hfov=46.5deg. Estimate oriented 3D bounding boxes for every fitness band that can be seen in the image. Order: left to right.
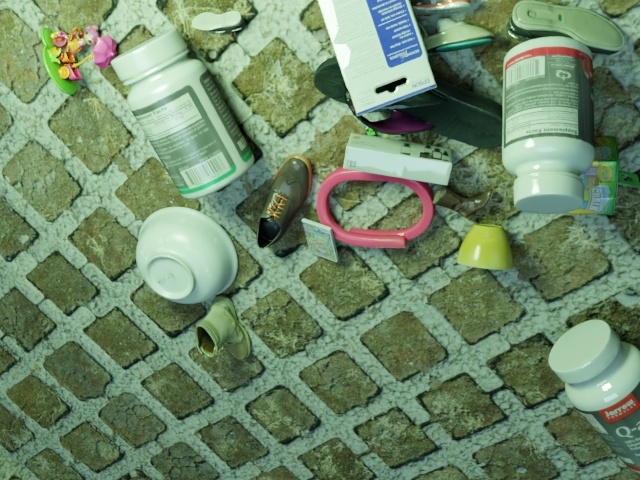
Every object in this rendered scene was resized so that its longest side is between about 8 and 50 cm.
[{"bbox_3d":[0.134,-0.085,1.827,0.291,0.054,0.209,3,118,15],"label":"fitness band"}]

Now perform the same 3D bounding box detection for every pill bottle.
[{"bbox_3d":[-0.322,-0.296,1.747,0.204,0.204,0.361,-17,113,25],"label":"pill bottle"},{"bbox_3d":[0.449,-0.222,1.472,0.176,0.318,0.176,4,166,1],"label":"pill bottle"},{"bbox_3d":[0.735,0.380,1.821,0.210,0.210,0.363,-36,105,31],"label":"pill bottle"}]

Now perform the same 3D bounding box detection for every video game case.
[{"bbox_3d":[0.000,0.000,1.903,0.087,0.011,0.122,20,144,29],"label":"video game case"}]

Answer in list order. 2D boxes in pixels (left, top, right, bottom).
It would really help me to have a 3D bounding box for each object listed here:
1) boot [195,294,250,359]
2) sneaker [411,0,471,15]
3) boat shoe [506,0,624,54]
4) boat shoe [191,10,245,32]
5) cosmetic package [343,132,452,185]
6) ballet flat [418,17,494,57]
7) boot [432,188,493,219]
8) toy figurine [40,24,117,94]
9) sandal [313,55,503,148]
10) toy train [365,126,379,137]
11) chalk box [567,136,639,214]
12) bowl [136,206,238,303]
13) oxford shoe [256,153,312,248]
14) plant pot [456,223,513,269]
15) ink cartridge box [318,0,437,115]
[{"bbox_3d":[-0.277,0.283,2.103,0.077,0.165,0.213,-8,116,22],"label":"boot"},{"bbox_3d":[0.235,-0.506,1.548,0.158,0.061,0.065,1,93,15],"label":"sneaker"},{"bbox_3d":[0.495,-0.422,1.508,0.233,0.084,0.079,14,159,1],"label":"boat shoe"},{"bbox_3d":[-0.232,-0.496,1.698,0.125,0.038,0.046,-3,76,18],"label":"boat shoe"},{"bbox_3d":[0.178,-0.189,1.704,0.239,0.099,0.060,9,117,4],"label":"cosmetic package"},{"bbox_3d":[0.238,-0.426,1.576,0.248,0.086,0.086,-12,116,24],"label":"ballet flat"},{"bbox_3d":[0.332,-0.103,1.745,0.114,0.037,0.106,26,128,-16],"label":"boot"},{"bbox_3d":[-0.572,-0.463,1.801,0.159,0.130,0.173,-20,88,12],"label":"toy figurine"},{"bbox_3d":[0.190,-0.289,1.616,0.446,0.107,0.167,18,153,6],"label":"sandal"},{"bbox_3d":[0.129,-0.235,1.757,0.024,0.017,0.083,-10,117,34],"label":"toy train"},{"bbox_3d":[0.574,-0.141,1.606,0.213,0.132,0.132,2,121,15],"label":"chalk box"},{"bbox_3d":[-0.386,0.066,2.027,0.298,0.134,0.298,8,121,13],"label":"bowl"},{"bbox_3d":[-0.093,-0.090,1.862,0.097,0.098,0.271,24,124,2],"label":"oxford shoe"},{"bbox_3d":[0.394,0.011,1.768,0.134,0.134,0.095,6,97,14],"label":"plant pot"},{"bbox_3d":[0.100,-0.456,1.517,0.176,0.069,0.371,-18,90,16],"label":"ink cartridge box"}]
